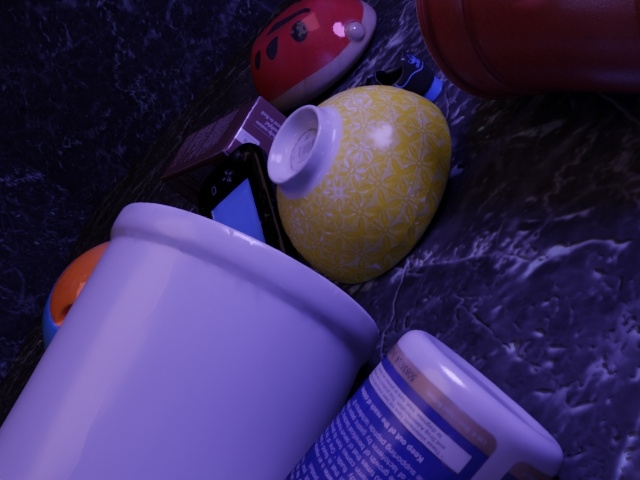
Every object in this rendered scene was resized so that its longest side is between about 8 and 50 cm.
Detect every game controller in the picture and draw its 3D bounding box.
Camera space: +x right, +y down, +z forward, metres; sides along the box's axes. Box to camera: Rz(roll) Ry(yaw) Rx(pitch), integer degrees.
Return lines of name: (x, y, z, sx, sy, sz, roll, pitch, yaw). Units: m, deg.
game controller: (-0.119, -0.001, 1.069, 0.166, 0.067, 0.319, -32, 57, 24)

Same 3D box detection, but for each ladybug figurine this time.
ladybug figurine: (-0.038, -0.462, 1.593, 0.449, 0.162, 0.305, -3, 54, 60)

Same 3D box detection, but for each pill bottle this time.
pill bottle: (0.048, 0.215, 0.526, 0.265, 0.153, 0.153, -51, 24, 3)

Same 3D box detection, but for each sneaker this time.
sneaker: (0.091, -0.225, 1.126, 0.232, 0.090, 0.081, -35, 29, 34)

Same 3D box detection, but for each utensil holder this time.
utensil holder: (-0.160, 0.208, 0.718, 0.327, 0.327, 0.386, -6, 54, 59)

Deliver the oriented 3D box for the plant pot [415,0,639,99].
plant pot: (0.279, -0.259, 0.657, 0.272, 0.272, 0.265, -53, 32, -1)

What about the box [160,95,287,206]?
box: (-0.163, -0.145, 1.354, 0.381, 0.191, 0.143, -2, 55, 60)

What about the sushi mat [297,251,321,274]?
sushi mat: (0.000, 0.000, 1.073, 0.316, 0.019, 0.151, -46, 24, 15)

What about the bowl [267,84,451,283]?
bowl: (0.022, -0.100, 0.921, 0.289, 0.156, 0.290, -31, 47, 40)

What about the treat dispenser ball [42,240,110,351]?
treat dispenser ball: (-0.304, 0.138, 1.102, 0.288, 0.288, 0.288, -41, 27, 26)
